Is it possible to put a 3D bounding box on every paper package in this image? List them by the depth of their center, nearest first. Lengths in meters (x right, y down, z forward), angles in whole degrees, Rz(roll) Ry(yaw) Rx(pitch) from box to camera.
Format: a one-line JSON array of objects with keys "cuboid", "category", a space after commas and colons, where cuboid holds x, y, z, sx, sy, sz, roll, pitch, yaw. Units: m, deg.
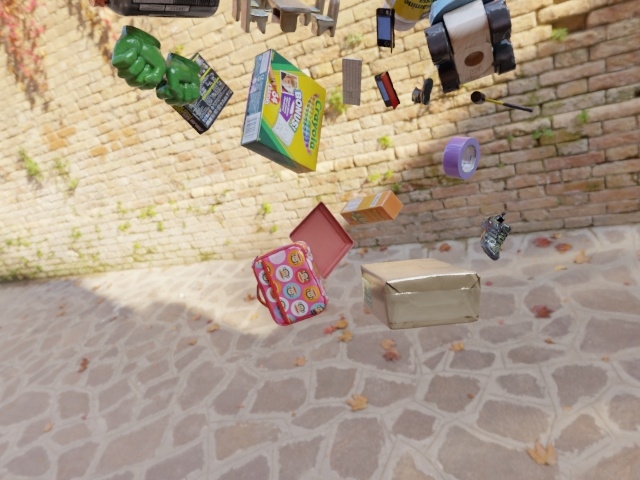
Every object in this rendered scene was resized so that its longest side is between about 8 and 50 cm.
[{"cuboid": [0.316, 0.169, 1.484, 0.310, 0.168, 0.325, -4, 6, -9], "category": "paper package"}]

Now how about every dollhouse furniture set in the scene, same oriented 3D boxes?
[{"cuboid": [-0.160, -0.981, 1.703, 0.363, 0.256, 0.394, -9, 43, -24], "category": "dollhouse furniture set"}]

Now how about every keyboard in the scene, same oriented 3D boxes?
[{"cuboid": [0.118, -0.591, 1.662, 0.072, 0.256, 0.014, 3, 70, 5], "category": "keyboard"}]

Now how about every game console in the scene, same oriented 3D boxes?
[{"cuboid": [0.208, -0.685, 1.442, 0.107, 0.122, 0.071, 27, 49, 36], "category": "game console"}, {"cuboid": [0.260, -0.604, 1.802, 0.085, 0.144, 0.124, -37, 23, -24], "category": "game console"}]

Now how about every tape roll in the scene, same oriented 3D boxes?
[{"cuboid": [0.645, -0.378, 2.020, 0.189, 0.188, 0.080, -36, 37, -30], "category": "tape roll"}]

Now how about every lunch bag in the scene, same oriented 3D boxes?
[{"cuboid": [-0.128, 0.167, 1.683, 0.258, 0.292, 0.120, -21, 5, 11], "category": "lunch bag"}]

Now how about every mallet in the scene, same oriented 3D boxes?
[{"cuboid": [0.562, -0.424, 1.370, 0.190, 0.039, 0.062, 23, 20, 21], "category": "mallet"}]

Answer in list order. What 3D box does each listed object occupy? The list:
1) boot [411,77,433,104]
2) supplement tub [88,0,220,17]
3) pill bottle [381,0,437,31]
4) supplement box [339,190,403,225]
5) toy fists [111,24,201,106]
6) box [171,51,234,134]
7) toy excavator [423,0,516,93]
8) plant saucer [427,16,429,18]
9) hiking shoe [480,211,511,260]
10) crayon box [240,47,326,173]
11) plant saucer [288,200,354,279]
[{"cuboid": [0.438, -0.646, 1.911, 0.045, 0.121, 0.099, -7, 29, -20], "category": "boot"}, {"cuboid": [-0.436, -0.683, 1.144, 0.316, 0.193, 0.194, -16, 19, -31], "category": "supplement tub"}, {"cuboid": [0.325, -0.860, 1.475, 0.188, 0.187, 0.334, -27, -2, -14], "category": "pill bottle"}, {"cuboid": [0.173, -0.108, 1.548, 0.233, 0.078, 0.080, -5, 46, 57], "category": "supplement box"}, {"cuboid": [-0.454, -0.477, 1.257, 0.096, 0.142, 0.279, 17, 2, 31], "category": "toy fists"}, {"cuboid": [-0.483, -0.585, 1.755, 0.060, 0.216, 0.270, -18, 40, 38], "category": "box"}, {"cuboid": [0.454, -0.684, 1.412, 0.223, 0.433, 0.444, -15, 66, 21], "category": "toy excavator"}, {"cuboid": [0.401, -1.026, 1.783, 0.401, 0.400, 0.100, -31, -8, -22], "category": "plant saucer"}, {"cuboid": [0.747, -0.024, 1.872, 0.114, 0.086, 0.226, -32, 40, 45], "category": "hiking shoe"}, {"cuboid": [-0.130, -0.476, 1.682, 0.106, 0.362, 0.313, -3, -15, 41], "category": "crayon box"}, {"cuboid": [0.000, 0.000, 1.954, 0.048, 0.258, 0.259, -19, 25, 53], "category": "plant saucer"}]
